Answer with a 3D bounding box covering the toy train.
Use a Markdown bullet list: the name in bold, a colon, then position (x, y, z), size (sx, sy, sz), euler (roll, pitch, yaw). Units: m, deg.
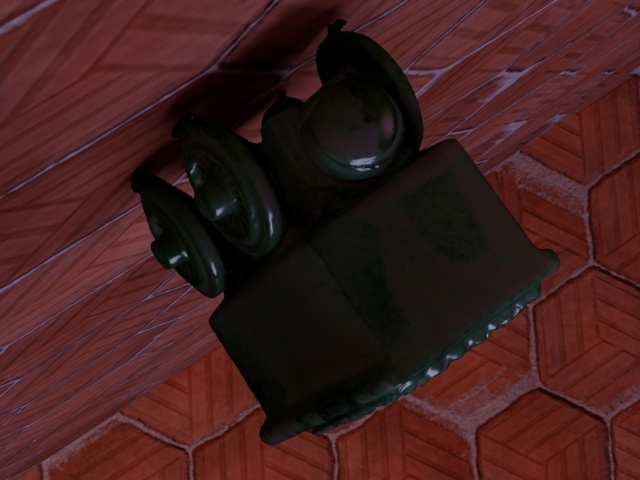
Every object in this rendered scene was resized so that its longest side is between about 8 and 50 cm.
- **toy train**: position (0.000, 0.000, 0.956), size (0.145, 0.202, 0.266), euler (-34, 178, -23)
